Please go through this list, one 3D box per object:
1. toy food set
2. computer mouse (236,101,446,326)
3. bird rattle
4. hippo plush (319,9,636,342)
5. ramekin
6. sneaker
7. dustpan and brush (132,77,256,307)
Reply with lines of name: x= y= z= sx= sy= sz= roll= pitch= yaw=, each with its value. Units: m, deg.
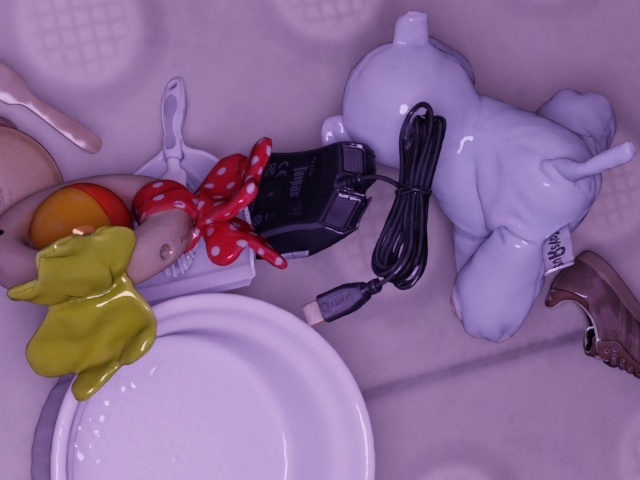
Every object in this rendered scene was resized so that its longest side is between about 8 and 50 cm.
toy food set: x=-0.276 y=-0.037 z=1.548 sx=0.132 sy=0.038 sz=0.192 roll=36 pitch=78 yaw=-13
computer mouse: x=0.000 y=0.000 z=1.558 sx=0.060 sy=0.262 sz=0.184 roll=38 pitch=49 yaw=-40
bird rattle: x=-0.161 y=-0.010 z=1.462 sx=0.253 sy=0.207 sz=0.143 roll=-45 pitch=135 yaw=-36
hippo plush: x=0.113 y=-0.059 z=1.641 sx=0.236 sy=0.294 sz=0.234 roll=28 pitch=104 yaw=1
ramekin: x=-0.106 y=0.186 z=1.551 sx=0.277 sy=0.135 sz=0.277 roll=3 pitch=82 yaw=-24
sneaker: x=0.289 y=0.098 z=1.787 sx=0.071 sy=0.066 sz=0.188 roll=-42 pitch=96 yaw=-5
dustpan and brush: x=-0.123 y=-0.047 z=1.599 sx=0.060 sy=0.147 sz=0.211 roll=58 pitch=26 yaw=-44
